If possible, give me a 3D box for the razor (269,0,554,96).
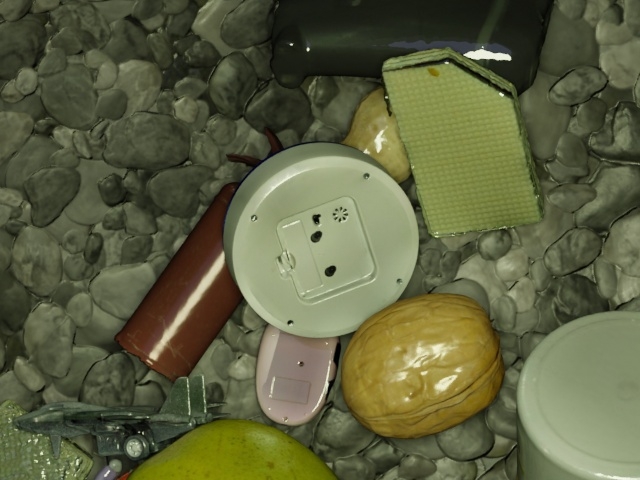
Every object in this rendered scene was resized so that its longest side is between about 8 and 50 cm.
[{"bbox_3d":[0.112,-0.266,1.991,0.349,0.113,0.204,5,42,12],"label":"razor"}]

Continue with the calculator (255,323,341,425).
[{"bbox_3d":[-0.028,0.148,2.001,0.103,0.024,0.166,7,78,12],"label":"calculator"}]

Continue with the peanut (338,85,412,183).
[{"bbox_3d":[0.061,-0.098,2.006,0.104,0.085,0.228,33,86,-4],"label":"peanut"}]

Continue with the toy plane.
[{"bbox_3d":[-0.257,0.229,1.957,0.267,0.212,0.088,-13,84,21],"label":"toy plane"}]

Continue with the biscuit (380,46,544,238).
[{"bbox_3d":[0.171,-0.121,1.925,0.150,0.252,0.052,-11,35,15],"label":"biscuit"}]

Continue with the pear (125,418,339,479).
[{"bbox_3d":[-0.094,0.351,1.847,0.294,0.294,0.294,-2,78,10],"label":"pear"}]

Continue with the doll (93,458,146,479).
[{"bbox_3d":[-0.292,0.354,1.973,0.227,0.075,0.102,-40,119,-2],"label":"doll"}]

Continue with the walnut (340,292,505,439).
[{"bbox_3d":[0.119,0.149,1.903,0.197,0.165,0.165,-24,74,13],"label":"walnut"}]

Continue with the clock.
[{"bbox_3d":[0.000,0.000,1.927,0.230,0.083,0.230,-3,108,-10],"label":"clock"}]

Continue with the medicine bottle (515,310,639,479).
[{"bbox_3d":[0.333,0.233,1.766,0.238,0.232,0.238,-4,45,4],"label":"medicine bottle"}]

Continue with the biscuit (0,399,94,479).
[{"bbox_3d":[-0.411,0.334,2.022,0.147,0.046,0.250,35,86,15],"label":"biscuit"}]

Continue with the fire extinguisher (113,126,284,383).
[{"bbox_3d":[-0.133,0.009,2.018,0.147,0.106,0.337,31,84,39],"label":"fire extinguisher"}]
